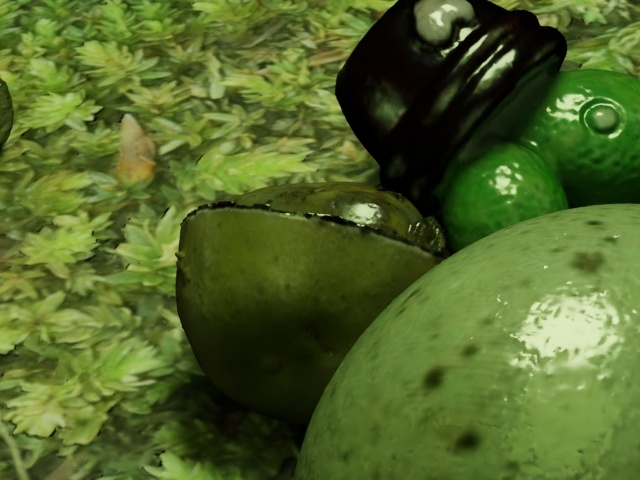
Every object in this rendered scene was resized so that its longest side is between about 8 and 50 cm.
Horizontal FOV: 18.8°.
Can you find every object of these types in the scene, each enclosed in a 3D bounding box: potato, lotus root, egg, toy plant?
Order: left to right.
[{"bbox_3d":[-0.006,0.060,1.255,0.202,0.182,0.117,15,69,-1],"label":"potato"},{"bbox_3d":[0.000,0.000,1.377,0.179,0.080,0.089,2,10,17],"label":"lotus root"},{"bbox_3d":[0.139,-0.079,1.421,0.235,0.175,0.218,42,57,11],"label":"toy plant"},{"bbox_3d":[0.141,0.130,1.003,0.288,0.287,0.379,12,24,21],"label":"egg"}]

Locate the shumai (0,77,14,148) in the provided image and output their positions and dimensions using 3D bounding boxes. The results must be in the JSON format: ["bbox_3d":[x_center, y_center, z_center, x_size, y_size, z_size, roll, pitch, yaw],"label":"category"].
[{"bbox_3d":[-0.289,-0.104,1.582,0.082,0.083,0.080,26,3,-5],"label":"shumai"}]
